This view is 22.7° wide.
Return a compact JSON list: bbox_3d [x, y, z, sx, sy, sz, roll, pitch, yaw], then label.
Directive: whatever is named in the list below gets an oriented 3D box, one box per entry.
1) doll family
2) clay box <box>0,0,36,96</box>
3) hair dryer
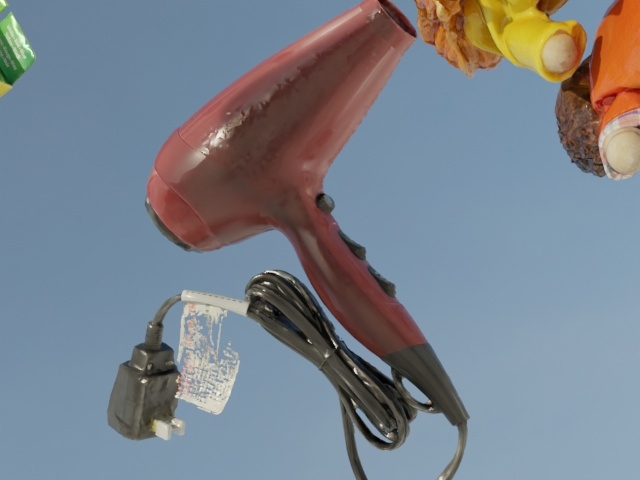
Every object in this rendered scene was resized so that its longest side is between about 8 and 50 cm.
[{"bbox_3d":[0.094,-0.143,0.541,0.163,0.118,0.263,123,169,-62],"label":"doll family"},{"bbox_3d":[-0.343,-0.129,1.278,0.222,0.127,0.053,-37,-21,14],"label":"clay box"},{"bbox_3d":[0.000,0.000,0.931,0.080,0.224,0.293,-13,-67,-71],"label":"hair dryer"}]
